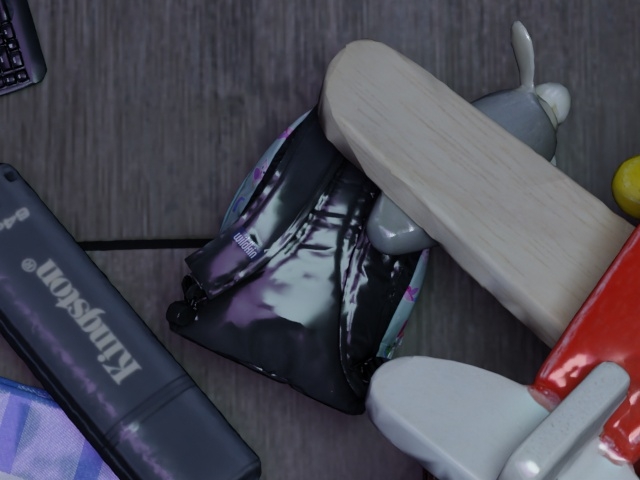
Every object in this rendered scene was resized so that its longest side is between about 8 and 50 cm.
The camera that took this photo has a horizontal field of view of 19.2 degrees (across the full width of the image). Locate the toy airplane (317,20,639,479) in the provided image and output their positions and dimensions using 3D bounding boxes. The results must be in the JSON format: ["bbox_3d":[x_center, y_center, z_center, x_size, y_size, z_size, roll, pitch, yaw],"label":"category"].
[{"bbox_3d":[0.202,0.048,1.027,0.384,0.272,0.386,-6,72,5],"label":"toy airplane"}]

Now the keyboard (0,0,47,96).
[{"bbox_3d":[-0.251,-0.181,1.226,0.100,0.038,0.192,-19,84,1],"label":"keyboard"}]

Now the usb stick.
[{"bbox_3d":[-0.146,0.066,1.184,0.077,0.045,0.278,-38,78,-17],"label":"usb stick"}]

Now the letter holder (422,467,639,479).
[{"bbox_3d":[0.210,0.202,1.139,0.302,0.214,0.152,0,118,2],"label":"letter holder"}]

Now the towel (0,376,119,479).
[{"bbox_3d":[-0.206,0.234,1.196,0.209,0.034,0.285,19,87,3],"label":"towel"}]

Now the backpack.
[{"bbox_3d":[0.000,0.000,1.165,0.152,0.115,0.182,25,85,-9],"label":"backpack"}]
